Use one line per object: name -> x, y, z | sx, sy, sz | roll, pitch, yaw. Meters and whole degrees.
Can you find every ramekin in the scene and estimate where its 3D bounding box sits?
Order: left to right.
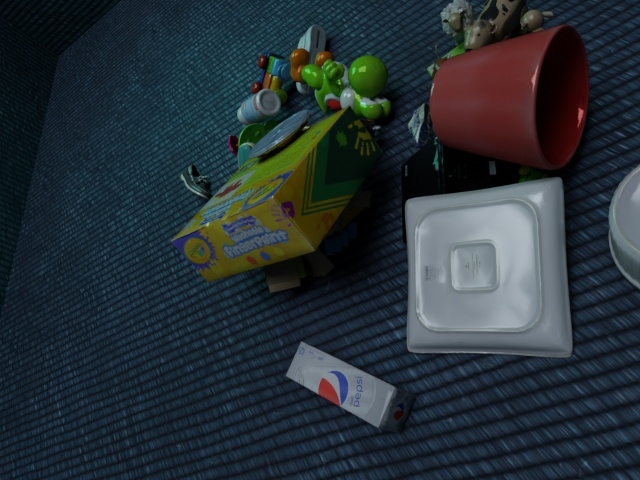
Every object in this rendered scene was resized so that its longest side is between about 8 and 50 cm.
ramekin -> 0.628, -0.034, 0.963 | 0.272, 0.127, 0.273 | -19, 57, 31

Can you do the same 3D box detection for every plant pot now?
plant pot -> 0.376, -0.283, 1.151 | 0.243, 0.275, 0.275 | 10, 73, 43

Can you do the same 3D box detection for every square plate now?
square plate -> 0.322, 0.059, 1.159 | 0.343, 0.049, 0.348 | -6, 78, 35

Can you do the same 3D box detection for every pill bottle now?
pill bottle -> -0.201, -0.421, 1.808 | 0.160, 0.087, 0.087 | -9, 60, 54

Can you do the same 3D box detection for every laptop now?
laptop -> 0.323, -0.126, 1.344 | 0.264, 0.137, 0.235 | -2, 63, 10

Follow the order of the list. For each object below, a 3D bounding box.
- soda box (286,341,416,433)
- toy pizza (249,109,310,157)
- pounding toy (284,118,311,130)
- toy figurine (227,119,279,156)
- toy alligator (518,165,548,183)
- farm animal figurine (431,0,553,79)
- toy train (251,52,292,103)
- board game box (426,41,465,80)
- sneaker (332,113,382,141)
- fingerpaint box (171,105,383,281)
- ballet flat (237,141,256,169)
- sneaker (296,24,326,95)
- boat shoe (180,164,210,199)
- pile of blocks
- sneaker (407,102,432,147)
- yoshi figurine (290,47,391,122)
soda box -> 0.061, 0.322, 1.255 | 0.286, 0.098, 0.091 | 17, 79, 43
toy pizza -> -0.103, -0.274, 1.489 | 0.201, 0.032, 0.201 | -33, 20, 14
pounding toy -> -0.114, -0.274, 1.714 | 0.182, 0.110, 0.237 | 21, 81, 44
toy figurine -> -0.233, -0.330, 1.857 | 0.173, 0.130, 0.159 | -46, 32, -21
toy alligator -> 0.451, -0.136, 1.220 | 0.190, 0.056, 0.051 | -61, 6, -5
farm animal figurine -> 0.419, -0.475, 1.318 | 0.330, 0.172, 0.327 | 3, 61, 27
toy train -> -0.157, -0.477, 1.857 | 0.143, 0.105, 0.248 | 43, 122, 51
board game box -> 0.372, -0.391, 1.432 | 0.124, 0.039, 0.260 | -33, 48, 19
sneaker -> 0.071, -0.268, 1.570 | 0.268, 0.153, 0.101 | 150, 120, -70
fingerpaint box -> -0.111, -0.103, 1.420 | 0.444, 0.163, 0.371 | -18, 28, 46
ballet flat -> -0.212, -0.178, 1.754 | 0.086, 0.086, 0.249 | 9, 99, 42
sneaker -> -0.037, -0.576, 1.846 | 0.091, 0.094, 0.258 | -26, 48, 57
boat shoe -> -0.426, -0.206, 1.959 | 0.065, 0.075, 0.206 | -55, 41, 6
pile of blocks -> 0.000, 0.000, 1.495 | 0.362, 0.149, 0.112 | -38, 5, 5
sneaker -> 0.256, -0.290, 1.470 | 0.058, 0.052, 0.135 | -17, 49, 44
yoshi figurine -> 0.076, -0.475, 1.615 | 0.203, 0.203, 0.362 | -46, 52, -4
